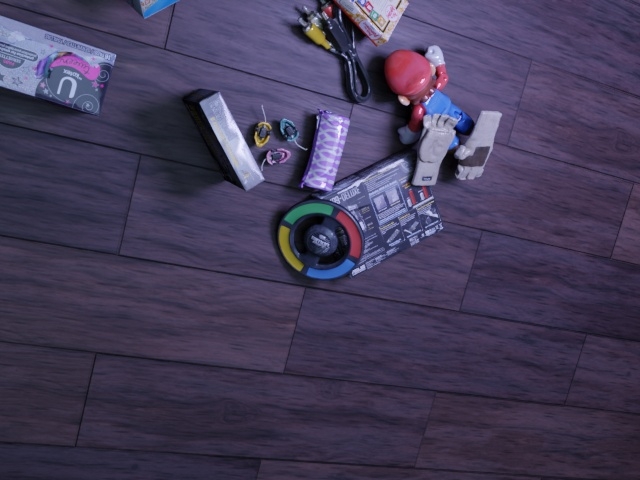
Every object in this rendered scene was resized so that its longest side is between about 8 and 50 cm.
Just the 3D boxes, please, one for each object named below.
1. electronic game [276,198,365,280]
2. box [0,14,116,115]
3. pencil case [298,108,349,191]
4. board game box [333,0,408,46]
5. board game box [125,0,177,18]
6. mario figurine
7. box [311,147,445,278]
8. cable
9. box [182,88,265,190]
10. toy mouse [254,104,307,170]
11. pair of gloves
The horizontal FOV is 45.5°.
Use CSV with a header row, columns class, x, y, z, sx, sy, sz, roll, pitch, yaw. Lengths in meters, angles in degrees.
class,x,y,z,sx,sy,sz,roll,pitch,yaw
electronic game,0.000,0.000,1.946,0.229,0.048,0.229,6,117,12
box,-0.579,-0.364,1.612,0.247,0.163,0.142,14,95,-24
pencil case,0.011,-0.226,1.923,0.088,0.086,0.206,10,95,-31
board game box,0.117,-0.598,1.876,0.193,0.045,0.146,41,61,-25
board game box,-0.320,-0.641,1.557,0.224,0.097,0.303,-37,156,-21
mario figurine,0.267,-0.377,2.003,0.320,0.170,0.198,44,48,-35
box,0.156,-0.074,2.032,0.307,0.076,0.242,-28,111,-14
cable,0.056,-0.484,1.919,0.139,0.072,0.287,-52,129,-22
box,-0.228,-0.236,1.777,0.056,0.183,0.231,-32,113,-12
toy mouse,-0.102,-0.246,1.909,0.143,0.031,0.161,9,99,-24
pair of gloves,0.352,-0.244,1.992,0.240,0.042,0.204,-9,128,-23
